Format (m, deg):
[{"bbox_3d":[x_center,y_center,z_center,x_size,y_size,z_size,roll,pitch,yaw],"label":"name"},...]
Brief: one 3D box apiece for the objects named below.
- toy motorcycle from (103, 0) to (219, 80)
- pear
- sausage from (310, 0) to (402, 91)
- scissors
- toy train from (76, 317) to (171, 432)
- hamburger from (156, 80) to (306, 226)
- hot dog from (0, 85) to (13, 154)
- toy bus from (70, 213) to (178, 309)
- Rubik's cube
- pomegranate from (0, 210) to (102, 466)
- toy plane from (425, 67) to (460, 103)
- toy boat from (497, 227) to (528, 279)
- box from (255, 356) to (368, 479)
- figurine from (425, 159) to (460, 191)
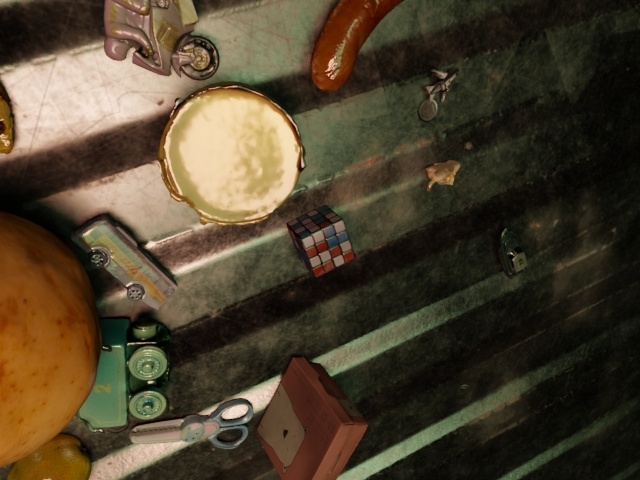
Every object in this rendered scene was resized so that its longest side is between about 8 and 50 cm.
[{"bbox_3d":[-0.254,-0.326,0.656,0.152,0.073,0.225,-28,120,-7],"label":"toy motorcycle"},{"bbox_3d":[-0.509,0.448,0.853,0.140,0.104,0.141,-10,113,-23],"label":"pear"},{"bbox_3d":[0.084,-0.387,0.768,0.302,0.076,0.103,-46,120,0],"label":"sausage"},{"bbox_3d":[-0.272,0.404,0.972,0.255,0.030,0.125,5,110,-27],"label":"scissors"},{"bbox_3d":[-0.358,0.240,0.827,0.162,0.112,0.204,1,110,-16],"label":"toy train"},{"bbox_3d":[-0.141,-0.140,0.737,0.236,0.149,0.238,-4,109,-12],"label":"hamburger"},{"bbox_3d":[-0.519,-0.211,0.580,0.261,0.093,0.123,38,94,-30],"label":"hot dog"},{"bbox_3d":[-0.332,0.039,0.779,0.075,0.064,0.191,-41,120,-9],"label":"toy bus"},{"bbox_3d":[0.000,0.000,0.884,0.092,0.092,0.092,-26,118,-11],"label":"Rubik's cube"},{"bbox_3d":[-0.488,0.156,0.592,0.409,0.410,0.411,-8,114,-19],"label":"pomegranate"},{"bbox_3d":[0.242,-0.312,0.893,0.083,0.031,0.079,-37,136,-2],"label":"toy plane"},{"bbox_3d":[0.468,0.027,1.112,0.055,0.060,0.141,-30,116,-7],"label":"toy boat"},{"bbox_3d":[-0.023,0.400,0.972,0.086,0.215,0.215,17,104,-39],"label":"box"},{"bbox_3d":[0.260,-0.138,0.968,0.083,0.047,0.051,-18,132,-23],"label":"figurine"}]
